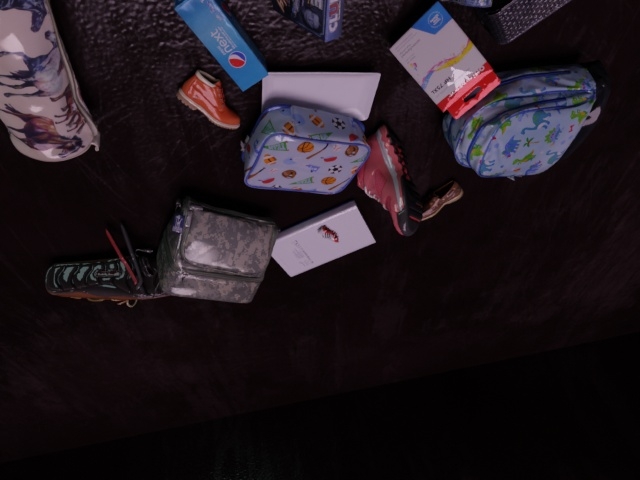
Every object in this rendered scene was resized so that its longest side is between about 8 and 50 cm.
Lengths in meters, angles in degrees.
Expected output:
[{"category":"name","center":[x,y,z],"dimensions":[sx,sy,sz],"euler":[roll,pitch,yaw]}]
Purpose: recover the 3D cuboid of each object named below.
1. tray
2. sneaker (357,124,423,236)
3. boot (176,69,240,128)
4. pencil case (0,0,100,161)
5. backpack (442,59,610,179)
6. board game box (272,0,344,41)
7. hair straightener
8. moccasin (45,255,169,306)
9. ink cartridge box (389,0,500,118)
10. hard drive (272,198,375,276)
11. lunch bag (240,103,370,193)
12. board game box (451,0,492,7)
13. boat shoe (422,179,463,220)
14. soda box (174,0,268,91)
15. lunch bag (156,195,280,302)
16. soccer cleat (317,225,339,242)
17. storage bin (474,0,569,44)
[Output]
[{"category":"tray","center":[-0.005,-0.342,1.064],"dimensions":[0.270,0.030,0.145],"euler":[-4,148,-12]},{"category":"sneaker","center":[0.166,-0.140,1.166],"dimensions":[0.136,0.314,0.116],"euler":[-24,151,28]},{"category":"boot","center":[-0.233,-0.314,1.018],"dimensions":[0.158,0.059,0.084],"euler":[28,120,-39]},{"category":"pencil case","center":[-0.531,-0.337,0.814],"dimensions":[0.183,0.160,0.410],"euler":[6,139,-1]},{"category":"backpack","center":[0.494,-0.295,1.143],"dimensions":[0.355,0.273,0.290],"euler":[7,145,-4]},{"category":"board game box","center":[-0.021,-0.496,0.778],"dimensions":[0.042,0.165,0.243],"euler":[-31,148,-27]},{"category":"hair straightener","center":[-0.515,0.054,1.283],"dimensions":[0.089,0.230,0.047],"euler":[-27,-172,-18]},{"category":"moccasin","center":[-0.609,0.129,1.369],"dimensions":[0.380,0.139,0.147],"euler":[-6,167,-8]},{"category":"ink cartridge box","center":[0.278,-0.384,0.992],"dimensions":[0.231,0.078,0.134],"euler":[44,118,-12]},{"category":"hard drive","center":[0.000,0.000,1.478],"dimensions":[0.318,0.040,0.210],"euler":[-23,140,11]},{"category":"lunch bag","center":[-0.047,-0.214,1.131],"dimensions":[0.303,0.115,0.243],"euler":[4,151,-26]},{"category":"board game box","center":[0.256,-0.544,0.820],"dimensions":[0.060,0.194,0.194],"euler":[-9,127,-8]},{"category":"boat shoe","center":[0.359,-0.128,1.423],"dimensions":[0.178,0.064,0.060],"euler":[-34,133,13]},{"category":"soda box","center":[-0.193,-0.408,0.906],"dimensions":[0.071,0.067,0.210],"euler":[-27,139,16]},{"category":"lunch bag","center":[-0.295,0.018,1.291],"dimensions":[0.305,0.212,0.256],"euler":[13,117,-31]},{"category":"soccer cleat","center":[0.026,-0.015,1.414],"dimensions":[0.035,0.029,0.083],"euler":[-27,137,29]},{"category":"storage bin","center":[0.417,-0.511,0.927],"dimensions":[0.180,0.122,0.084],"euler":[-31,139,20]}]
